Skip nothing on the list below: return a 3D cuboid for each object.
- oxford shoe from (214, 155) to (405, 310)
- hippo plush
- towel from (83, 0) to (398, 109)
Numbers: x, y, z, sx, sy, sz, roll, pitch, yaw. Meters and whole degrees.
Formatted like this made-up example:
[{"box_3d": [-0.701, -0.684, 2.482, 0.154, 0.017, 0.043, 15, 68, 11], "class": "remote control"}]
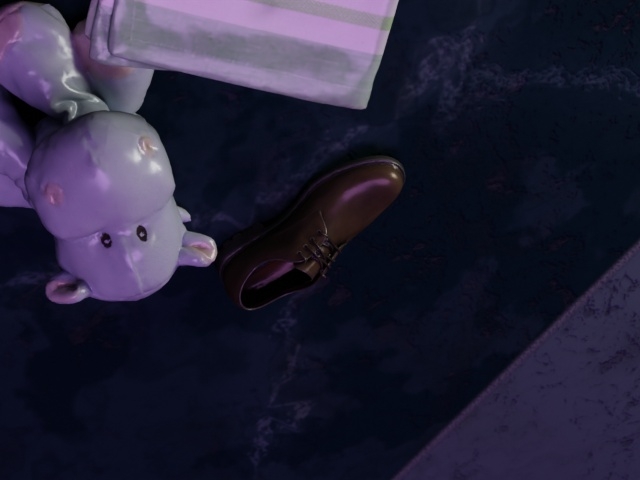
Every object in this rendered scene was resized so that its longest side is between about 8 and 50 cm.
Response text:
[{"box_3d": [0.000, 0.000, 1.429, 0.227, 0.096, 0.083, -38, 127, 10], "class": "oxford shoe"}, {"box_3d": [-0.227, -0.042, 1.224, 0.234, 0.236, 0.294, -13, 130, -9], "class": "hippo plush"}, {"box_3d": [-0.034, -0.271, 1.078, 0.248, 0.038, 0.325, 9, 116, -16], "class": "towel"}]
